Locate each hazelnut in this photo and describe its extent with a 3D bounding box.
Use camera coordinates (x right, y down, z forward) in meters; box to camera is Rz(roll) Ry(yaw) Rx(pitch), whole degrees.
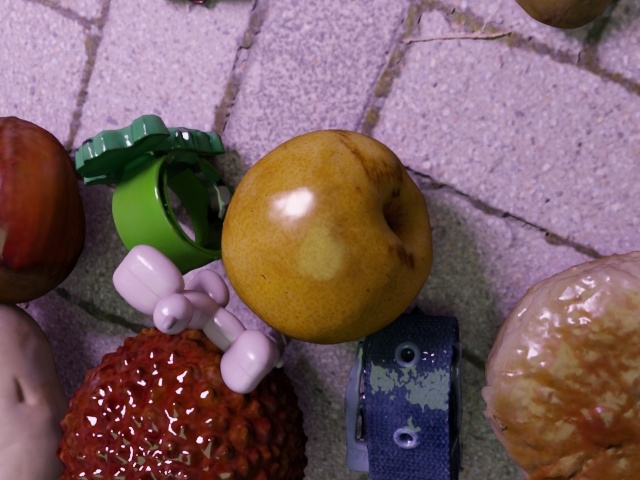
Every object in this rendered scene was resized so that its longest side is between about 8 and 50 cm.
[{"bbox_3d":[-0.351,-0.030,0.804,0.210,0.210,0.186,-22,124,19],"label":"hazelnut"}]

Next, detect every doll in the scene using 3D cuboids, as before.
[{"bbox_3d":[-0.105,0.079,0.677,0.059,0.161,0.160,-51,53,7],"label":"doll"}]

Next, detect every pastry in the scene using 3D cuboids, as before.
[{"bbox_3d":[0.325,0.153,0.689,0.330,0.136,0.329,4,106,15],"label":"pastry"}]

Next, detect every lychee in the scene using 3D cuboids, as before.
[{"bbox_3d":[-0.140,0.226,0.771,0.276,0.304,0.275,-8,120,-15],"label":"lychee"}]

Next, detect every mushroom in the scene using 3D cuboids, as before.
[{"bbox_3d":[-0.433,0.226,0.817,0.353,0.353,0.325,35,98,3],"label":"mushroom"}]

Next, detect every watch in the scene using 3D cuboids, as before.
[{"bbox_3d":[-0.169,-0.037,0.751,0.131,0.165,0.151,-20,84,26],"label":"watch"}]

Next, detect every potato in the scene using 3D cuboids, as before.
[{"bbox_3d":[0.206,-0.254,0.638,0.138,0.070,0.091,42,112,0],"label":"potato"}]

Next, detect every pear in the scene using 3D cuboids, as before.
[{"bbox_3d":[0.000,0.000,0.698,0.209,0.209,0.208,4,107,14],"label":"pear"}]

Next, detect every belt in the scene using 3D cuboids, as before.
[{"bbox_3d":[0.089,0.183,0.769,0.129,0.122,0.217,3,108,17],"label":"belt"}]

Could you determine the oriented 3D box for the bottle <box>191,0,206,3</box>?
[{"bbox_3d":[-0.141,-0.278,0.736,0.101,0.047,0.063,-1,116,16],"label":"bottle"}]
